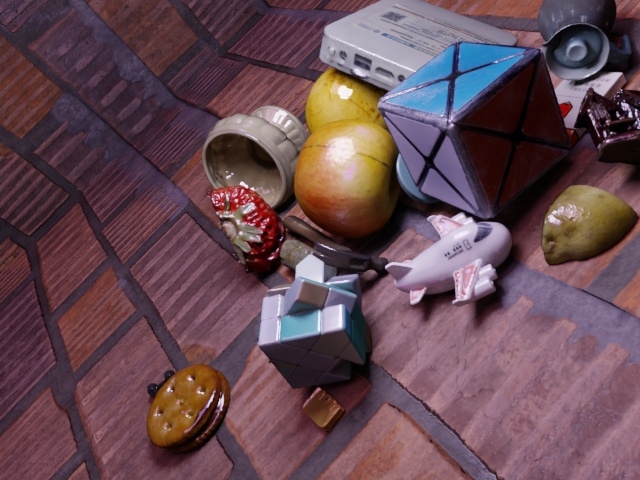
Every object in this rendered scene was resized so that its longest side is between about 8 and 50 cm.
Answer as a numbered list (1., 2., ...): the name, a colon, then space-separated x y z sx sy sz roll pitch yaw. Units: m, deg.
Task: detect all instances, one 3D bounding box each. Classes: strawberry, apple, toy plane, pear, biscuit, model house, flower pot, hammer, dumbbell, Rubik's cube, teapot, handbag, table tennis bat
1. strawberry: -0.174 -0.035 1.746 0.150 0.280 0.253 -27 72 5
2. apple: 0.066 -0.150 1.528 0.233 0.286 0.285 11 57 20
3. toy plane: 0.261 0.037 1.279 0.252 0.118 0.252 -24 39 21
4. pear: 0.095 -0.357 1.743 0.281 0.280 0.280 -27 37 22
5. biscuit: -0.313 0.393 1.509 0.221 0.066 0.220 -26 38 22
6. model house: 0.582 -0.230 1.189 0.141 0.203 0.164 133 134 -61
7. flower pot: -0.181 -0.259 1.915 0.308 0.307 0.244 -14 27 35
8. hammer: 0.000 0.000 1.596 0.440 0.169 0.044 32 109 64
9. dumbbell: -0.411 0.373 1.656 0.083 0.036 0.040 -38 36 7
10. Rubik's cube: -0.017 0.155 1.304 0.225 0.265 0.212 -12 46 16
11. teapot: 0.596 -0.468 1.444 0.203 0.170 0.225 17 45 6
12. handbag: 0.006 0.339 1.282 0.061 0.027 0.083 -50 36 -10
13. table tennis bat: 0.267 -0.180 1.509 0.237 0.149 0.038 -39 4 -32
14. Rubik's cube: 0.310 -0.235 1.312 0.259 0.254 0.260 -40 32 -15

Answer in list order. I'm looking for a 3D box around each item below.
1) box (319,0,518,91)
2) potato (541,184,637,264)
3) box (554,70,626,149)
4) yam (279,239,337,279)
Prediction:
1. box: 0.251 -0.485 1.621 0.396 0.111 0.397 30 46 24
2. potato: 0.480 -0.028 1.158 0.120 0.081 0.149 12 61 53
3. box: 0.544 -0.281 1.412 0.245 0.035 0.139 -47 34 -7
4. yam: -0.034 0.054 1.595 0.078 0.078 0.179 -49 38 -10
